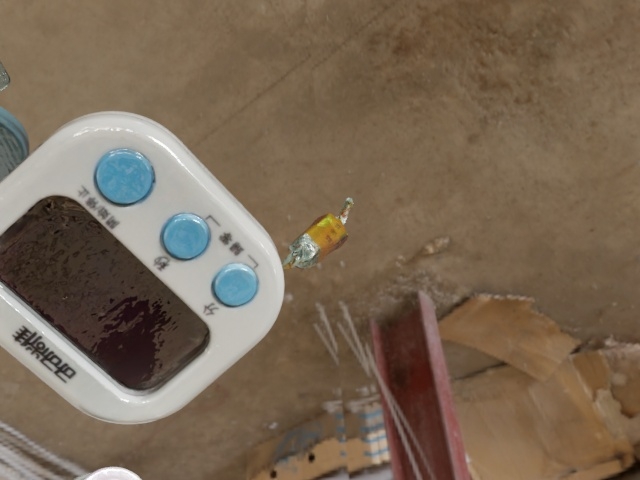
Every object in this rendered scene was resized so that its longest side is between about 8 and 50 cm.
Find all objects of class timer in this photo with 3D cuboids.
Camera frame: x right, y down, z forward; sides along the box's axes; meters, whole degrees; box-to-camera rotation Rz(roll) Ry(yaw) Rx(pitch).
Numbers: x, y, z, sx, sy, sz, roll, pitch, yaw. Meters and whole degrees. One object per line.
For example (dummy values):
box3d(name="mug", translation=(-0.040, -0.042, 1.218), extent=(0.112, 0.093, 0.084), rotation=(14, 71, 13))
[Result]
box3d(name="timer", translation=(-0.178, 0.026, 0.732), extent=(0.237, 0.087, 0.262), rotation=(-40, 110, 7))

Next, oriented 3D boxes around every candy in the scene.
box3d(name="candy", translation=(0.000, 0.000, 0.988), extent=(0.046, 0.182, 0.053), rotation=(48, 127, 0))

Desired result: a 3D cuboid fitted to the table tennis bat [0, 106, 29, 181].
box3d(name="table tennis bat", translation=(-0.472, -0.083, 0.834), extent=(0.329, 0.044, 0.215), rotation=(-10, 156, -10))

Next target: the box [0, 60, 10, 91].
box3d(name="box", translation=(-0.457, -0.209, 1.020), extent=(0.122, 0.069, 0.084), rotation=(-39, 141, -20))

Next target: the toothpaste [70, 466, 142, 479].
box3d(name="toothpaste", translation=(-0.226, 0.254, 0.714), extent=(0.066, 0.100, 0.323), rotation=(55, 143, 3))
